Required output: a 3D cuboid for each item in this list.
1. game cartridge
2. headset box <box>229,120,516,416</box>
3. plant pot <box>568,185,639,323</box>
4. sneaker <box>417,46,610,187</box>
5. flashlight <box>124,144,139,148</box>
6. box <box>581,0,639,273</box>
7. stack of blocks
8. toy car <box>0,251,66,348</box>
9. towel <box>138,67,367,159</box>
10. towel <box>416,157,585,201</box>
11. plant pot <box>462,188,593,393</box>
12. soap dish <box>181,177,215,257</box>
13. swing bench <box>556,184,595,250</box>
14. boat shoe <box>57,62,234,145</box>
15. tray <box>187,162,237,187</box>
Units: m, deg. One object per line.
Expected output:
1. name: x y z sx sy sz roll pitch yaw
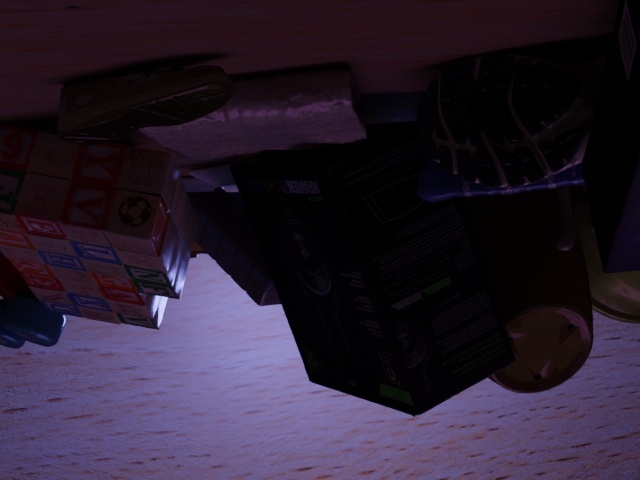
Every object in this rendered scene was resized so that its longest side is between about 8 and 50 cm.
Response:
1. game cartridge: 0.000 0.000 1.972 0.355 0.068 0.230 -4 -149 -42
2. headset box: 0.052 0.030 1.463 0.131 0.283 0.246 -26 -165 -23
3. plant pot: 0.453 -0.055 1.772 0.276 0.276 0.254 -5 167 -23
4. sneaker: 0.219 -0.106 1.160 0.283 0.110 0.122 -6 -178 28
5. flashlight: -0.348 -0.052 1.564 0.304 0.103 0.103 -2 153 3
6. box: 0.288 -0.077 0.954 0.184 0.103 0.261 -8 156 1
7. stack of blocks: -0.214 -0.001 1.399 0.171 0.087 0.297 10 160 7
8. toy car: -0.402 -0.016 1.684 0.238 0.219 0.210 28 161 -28
9. towel: -0.055 -0.107 1.258 0.187 0.049 0.282 -6 178 5
10. towel: 0.266 -0.106 1.267 0.336 0.040 0.243 -7 -161 19
11. plant pot: 0.201 0.048 1.576 0.237 0.237 0.254 -5 -146 -11
12. soap dish: -0.292 -0.026 2.184 0.291 0.118 0.229 -4 178 -17
13. swing bench: 0.385 -0.089 1.495 0.253 0.165 0.255 -7 -176 20
14. boat shoe: -0.134 -0.111 1.058 0.153 0.048 0.056 -14 162 31
15. tray: -0.038 -0.100 1.977 0.270 0.030 0.145 -6 177 32
